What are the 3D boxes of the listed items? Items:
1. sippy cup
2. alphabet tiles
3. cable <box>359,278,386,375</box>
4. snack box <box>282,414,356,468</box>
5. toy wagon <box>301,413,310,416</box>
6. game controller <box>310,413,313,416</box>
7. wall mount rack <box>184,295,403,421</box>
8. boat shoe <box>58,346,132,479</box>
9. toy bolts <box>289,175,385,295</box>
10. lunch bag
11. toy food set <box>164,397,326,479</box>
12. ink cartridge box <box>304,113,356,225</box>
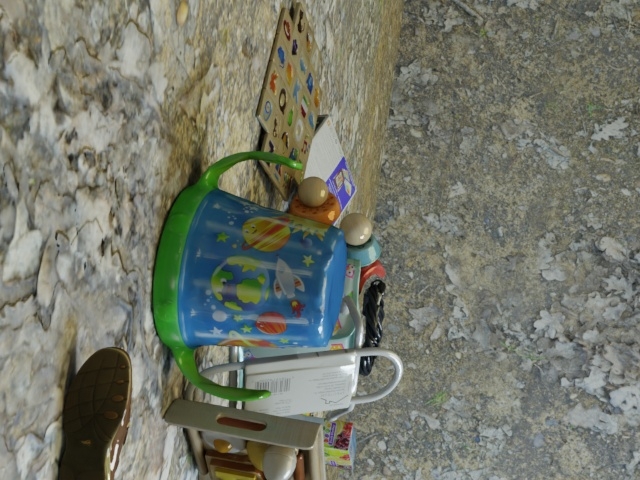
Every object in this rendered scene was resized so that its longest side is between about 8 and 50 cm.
[{"bbox_3d":[-0.084,0.050,1.167,0.240,0.224,0.305,-69,164,-55],"label":"sippy cup"},{"bbox_3d":[-0.054,-0.264,1.620,0.285,0.011,0.342,58,41,-63],"label":"alphabet tiles"},{"bbox_3d":[0.097,0.172,1.551,0.150,0.047,0.184,-83,179,-67],"label":"cable"},{"bbox_3d":[-0.029,0.441,1.870,0.174,0.207,0.070,79,22,-61],"label":"snack box"},{"bbox_3d":[-0.051,0.283,2.033,0.267,0.068,0.344,-10,108,-80],"label":"toy wagon"},{"bbox_3d":[-0.021,0.351,2.276,0.166,0.067,0.319,73,28,-69],"label":"game controller"},{"bbox_3d":[-0.053,0.238,1.386,0.130,0.350,0.304,-114,-155,-54],"label":"wall mount rack"},{"bbox_3d":[-0.235,0.193,0.898,0.060,0.064,0.178,-57,160,-80],"label":"boat shoe"},{"bbox_3d":[0.000,0.000,1.593,0.218,0.228,0.158,-40,141,-33],"label":"toy bolts"},{"bbox_3d":[-0.038,0.141,1.515,0.160,0.223,0.262,-81,174,-59],"label":"lunch bag"},{"bbox_3d":[-0.108,0.358,1.293,0.306,0.220,0.092,88,13,-48],"label":"toy food set"},{"bbox_3d":[-0.002,-0.133,1.831,0.208,0.045,0.206,-59,138,-45],"label":"ink cartridge box"}]
